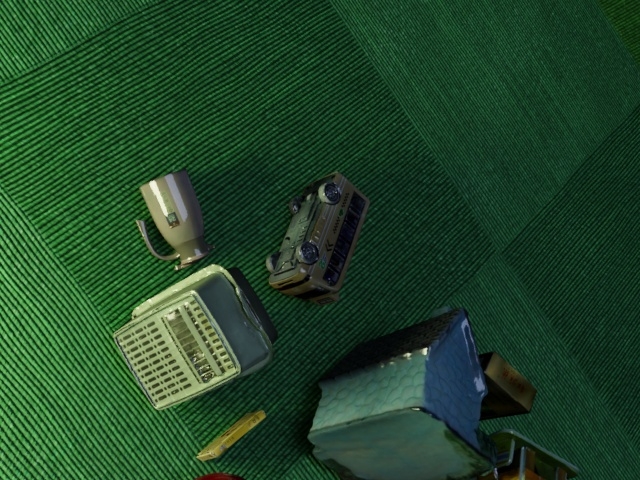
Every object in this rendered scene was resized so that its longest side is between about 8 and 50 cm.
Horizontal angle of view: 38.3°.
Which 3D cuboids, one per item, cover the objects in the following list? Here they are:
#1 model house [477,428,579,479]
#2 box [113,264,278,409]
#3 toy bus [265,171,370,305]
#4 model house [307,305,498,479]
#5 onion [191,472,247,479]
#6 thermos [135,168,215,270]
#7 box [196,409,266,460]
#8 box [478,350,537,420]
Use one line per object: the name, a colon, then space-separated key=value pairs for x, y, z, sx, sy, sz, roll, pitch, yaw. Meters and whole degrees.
model house: x=0.345 y=0.615 z=1.976 sx=0.242 sy=0.358 sz=0.312 roll=35 pitch=49 yaw=-22
box: x=-0.236 y=0.185 z=1.768 sx=0.220 sy=0.291 sz=0.166 roll=60 pitch=33 yaw=-4
toy bus: x=0.000 y=0.000 z=2.076 sx=0.157 sy=0.139 sz=0.289 roll=36 pitch=55 yaw=-25
model house: x=0.182 y=0.323 z=1.990 sx=0.297 sy=0.360 sz=0.339 roll=38 pitch=45 yaw=-30
onion: x=-0.194 y=0.560 z=1.717 sx=0.273 sy=0.230 sz=0.256 roll=21 pitch=64 yaw=-19
thermos: x=-0.308 y=-0.036 z=1.914 sx=0.137 sy=0.105 sz=0.193 roll=-22 pitch=96 yaw=-11
box: x=-0.180 y=0.396 z=1.869 sx=0.149 sy=0.073 sz=0.020 roll=-35 pitch=94 yaw=-35
box: x=0.363 y=0.344 z=2.142 sx=0.159 sy=0.240 sz=0.071 roll=40 pitch=57 yaw=-17
